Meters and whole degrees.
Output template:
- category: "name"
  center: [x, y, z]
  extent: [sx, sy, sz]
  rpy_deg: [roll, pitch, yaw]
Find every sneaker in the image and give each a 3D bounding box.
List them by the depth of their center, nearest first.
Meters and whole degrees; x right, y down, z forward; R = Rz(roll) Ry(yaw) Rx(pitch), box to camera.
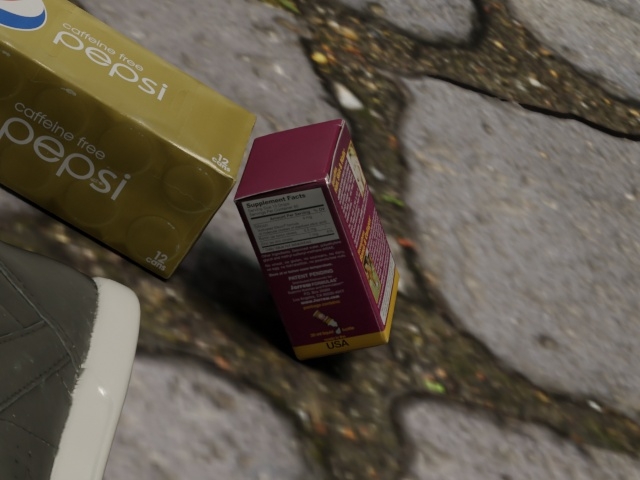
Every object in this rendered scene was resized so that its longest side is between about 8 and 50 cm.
- category: "sneaker"
  center: [-0.140, 0.080, 0.476]
  extent: [0.147, 0.104, 0.296]
  rpy_deg: [26, 27, -15]

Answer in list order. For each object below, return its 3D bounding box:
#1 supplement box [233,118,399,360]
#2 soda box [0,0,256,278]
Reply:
- category: "supplement box"
  center: [0.000, 0.000, 0.728]
  extent: [0.055, 0.043, 0.083]
  rpy_deg: [-74, 149, -57]
- category: "soda box"
  center: [-0.120, -0.063, 0.712]
  extent: [0.181, 0.061, 0.058]
  rpy_deg: [30, 31, -12]
